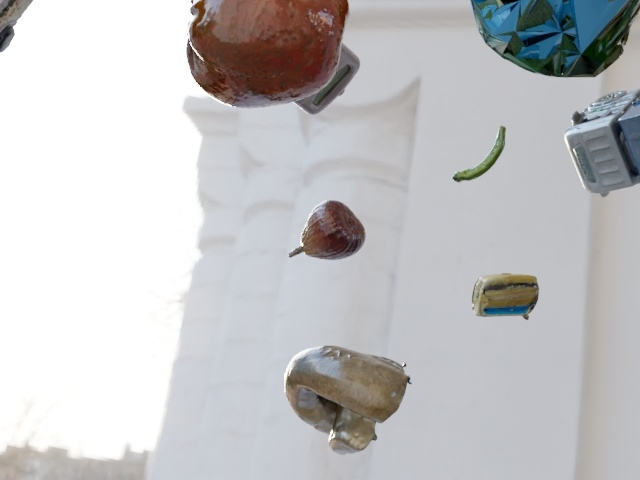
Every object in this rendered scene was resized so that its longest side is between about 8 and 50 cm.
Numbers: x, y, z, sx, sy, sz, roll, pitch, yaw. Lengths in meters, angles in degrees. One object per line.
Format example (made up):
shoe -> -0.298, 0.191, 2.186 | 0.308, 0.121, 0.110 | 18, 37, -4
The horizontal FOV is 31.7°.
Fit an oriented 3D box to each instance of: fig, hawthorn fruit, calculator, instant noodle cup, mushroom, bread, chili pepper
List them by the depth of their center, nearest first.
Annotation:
hawthorn fruit -> -0.059, -0.231, 1.226 | 0.189, 0.189, 0.189 | 9, -20, 3
chili pepper -> 0.183, -0.093, 1.269 | 0.030, 0.083, 0.017 | 51, 7, 10
calculator -> -0.018, -0.221, 1.407 | 0.175, 0.100, 0.032 | 31, 16, -51
instant noodle cup -> 0.327, -0.349, 1.453 | 0.240, 0.240, 0.178 | 12, -25, -5
mushroom -> 0.017, 0.225, 1.693 | 0.151, 0.156, 0.286 | 26, -22, -10
bread -> 0.294, 0.084, 1.788 | 0.106, 0.053, 0.072 | -1, -59, -21
fig -> 0.005, -0.005, 2.127 | 0.153, 0.119, 0.119 | -33, -27, 0

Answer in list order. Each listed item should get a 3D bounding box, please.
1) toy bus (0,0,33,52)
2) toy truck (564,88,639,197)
toy bus -> -0.347, -0.293, 1.223 | 0.092, 0.268, 0.106 | 36, -8, -1
toy truck -> 0.537, -0.167, 1.648 | 0.367, 0.175, 0.146 | -14, -76, 46
